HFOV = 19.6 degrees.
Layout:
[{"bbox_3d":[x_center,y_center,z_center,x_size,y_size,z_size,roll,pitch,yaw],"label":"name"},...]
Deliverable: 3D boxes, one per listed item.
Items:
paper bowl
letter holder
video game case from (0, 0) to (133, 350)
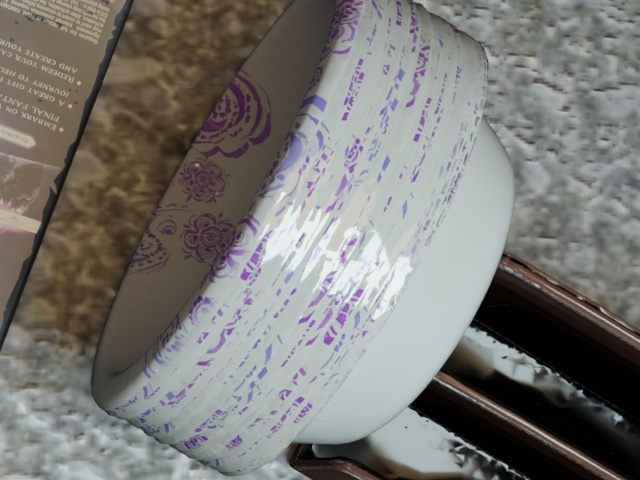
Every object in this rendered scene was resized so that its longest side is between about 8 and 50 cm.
[{"bbox_3d":[0.000,0.000,1.042,0.148,0.284,0.284,30,79,-15],"label":"paper bowl"},{"bbox_3d":[0.167,0.147,1.107,0.302,0.214,0.152,32,78,-10],"label":"letter holder"},{"bbox_3d":[-0.243,-0.079,1.118,0.196,0.026,0.274,21,81,-12],"label":"video game case"}]
